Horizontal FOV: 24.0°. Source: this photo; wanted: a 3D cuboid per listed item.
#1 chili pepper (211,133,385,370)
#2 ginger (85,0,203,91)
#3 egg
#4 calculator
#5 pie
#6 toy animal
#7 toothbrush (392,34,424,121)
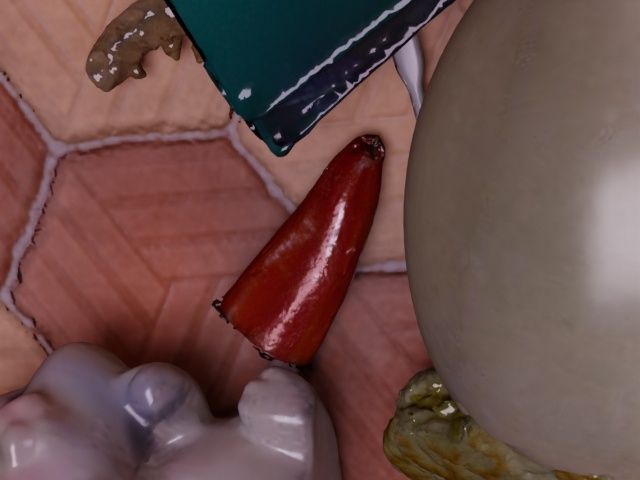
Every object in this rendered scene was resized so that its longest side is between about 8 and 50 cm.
[{"bbox_3d":[-0.001,-0.002,1.058,0.088,0.065,0.169,39,106,27],"label":"chili pepper"},{"bbox_3d":[-0.080,-0.146,1.037,0.173,0.051,0.069,-4,100,19],"label":"ginger"},{"bbox_3d":[0.191,-0.041,0.880,0.278,0.278,0.336,12,108,9],"label":"egg"},{"bbox_3d":[-0.011,-0.231,0.954,0.248,0.058,0.274,-38,77,17],"label":"calculator"},{"bbox_3d":[0.166,0.148,1.015,0.248,0.201,0.090,17,72,8],"label":"pie"},{"bbox_3d":[-0.168,0.203,1.088,0.367,0.196,0.241,9,137,6],"label":"toy animal"},{"bbox_3d":[0.090,-0.018,1.048,0.021,0.024,0.288,-10,106,18],"label":"toothbrush"}]
